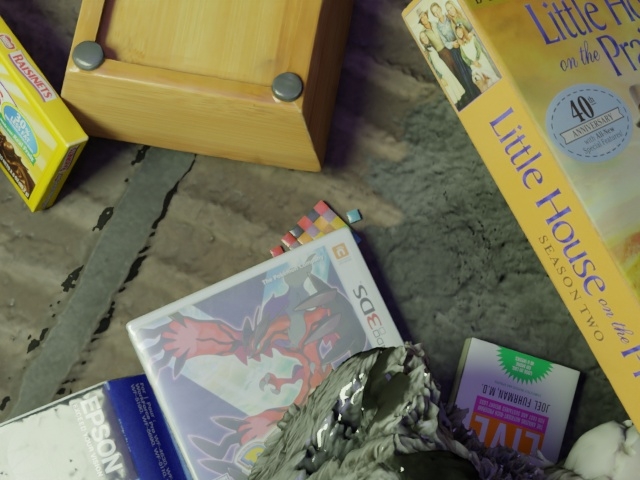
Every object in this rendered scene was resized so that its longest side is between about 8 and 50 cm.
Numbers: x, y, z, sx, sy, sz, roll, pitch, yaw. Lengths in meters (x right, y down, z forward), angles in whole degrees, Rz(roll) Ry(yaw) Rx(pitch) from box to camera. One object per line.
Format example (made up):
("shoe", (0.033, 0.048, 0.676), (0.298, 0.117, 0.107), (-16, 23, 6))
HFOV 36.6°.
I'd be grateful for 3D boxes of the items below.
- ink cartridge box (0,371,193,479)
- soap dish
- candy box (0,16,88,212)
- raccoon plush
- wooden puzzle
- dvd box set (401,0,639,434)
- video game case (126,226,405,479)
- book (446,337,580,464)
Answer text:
("ink cartridge box", (-0.224, 0.221, 0.757), (0.332, 0.065, 0.165), (-23, 81, -6))
("soap dish", (-0.085, -0.218, 0.808), (0.228, 0.118, 0.291), (10, 79, 1))
("candy box", (-0.273, -0.132, 0.800), (0.027, 0.105, 0.206), (-30, 80, -44))
("raccoon plush", (0.062, 0.279, 0.698), (0.299, 0.216, 0.446), (39, 109, -15))
("wooden puzzle", (0.000, 0.000, 0.827), (0.049, 0.006, 0.083), (44, 82, 6))
("dvd box set", (0.276, -0.036, 0.737), (0.307, 0.062, 0.420), (-20, 79, -38))
("video game case", (-0.027, 0.109, 0.780), (0.201, 0.023, 0.183), (-24, 84, -14))
("book", (0.147, 0.163, 0.792), (0.096, 0.035, 0.144), (17, 79, -2))
